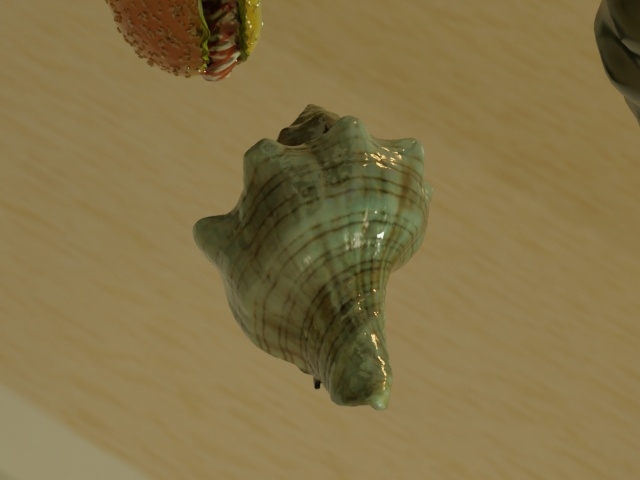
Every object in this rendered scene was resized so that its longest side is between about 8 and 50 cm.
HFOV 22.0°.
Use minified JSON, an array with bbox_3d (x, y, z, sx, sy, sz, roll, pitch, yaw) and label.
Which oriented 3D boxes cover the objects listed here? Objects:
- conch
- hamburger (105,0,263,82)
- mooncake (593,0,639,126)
[{"bbox_3d":[-0.005,-0.012,1.368,0.203,0.170,0.386,-17,-156,10],"label":"conch"},{"bbox_3d":[-0.135,-0.255,1.593,0.116,0.173,0.210,-55,158,-37],"label":"hamburger"},{"bbox_3d":[0.368,-0.141,1.109,0.356,0.356,0.194,114,-2,-68],"label":"mooncake"}]
